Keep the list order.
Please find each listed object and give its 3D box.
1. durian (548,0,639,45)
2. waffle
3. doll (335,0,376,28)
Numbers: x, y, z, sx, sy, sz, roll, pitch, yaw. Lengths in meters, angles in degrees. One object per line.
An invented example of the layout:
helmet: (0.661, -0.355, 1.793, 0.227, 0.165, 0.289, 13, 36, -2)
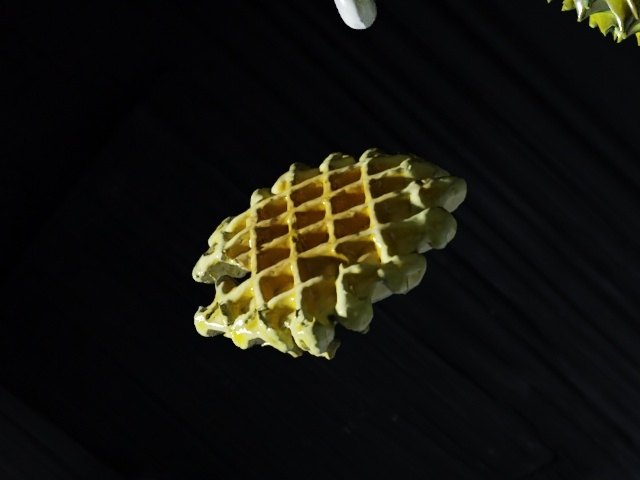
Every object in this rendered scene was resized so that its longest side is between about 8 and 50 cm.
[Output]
durian: (0.181, -0.236, 0.544, 0.291, 0.224, 0.291, 178, 90, -78)
waffle: (-0.001, -0.002, 0.991, 0.261, 0.056, 0.250, 7, 50, 48)
doll: (-0.006, -0.252, 0.691, 0.085, 0.183, 0.217, -20, -21, -9)
